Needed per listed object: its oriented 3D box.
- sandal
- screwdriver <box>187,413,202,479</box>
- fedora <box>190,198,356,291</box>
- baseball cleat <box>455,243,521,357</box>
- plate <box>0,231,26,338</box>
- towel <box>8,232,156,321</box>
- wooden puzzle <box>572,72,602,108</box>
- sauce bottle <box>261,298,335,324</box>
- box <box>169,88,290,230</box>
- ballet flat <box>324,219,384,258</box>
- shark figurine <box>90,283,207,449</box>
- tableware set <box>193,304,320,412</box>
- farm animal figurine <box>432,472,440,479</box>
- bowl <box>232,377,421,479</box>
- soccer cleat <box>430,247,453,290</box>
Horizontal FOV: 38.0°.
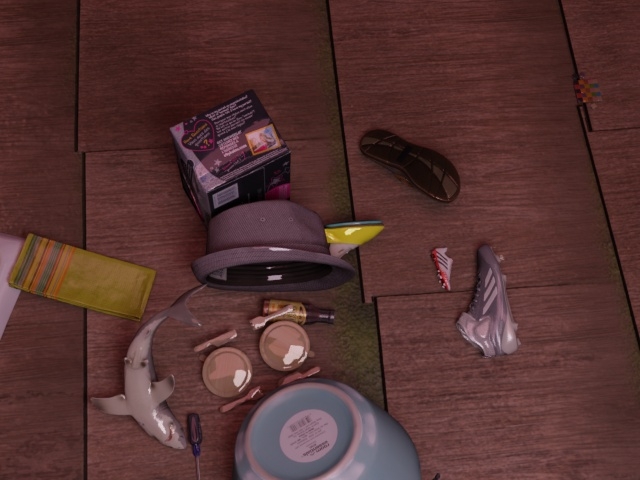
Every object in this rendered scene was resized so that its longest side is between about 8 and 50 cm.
[{"bbox_3d":[0.168,-0.134,1.747,0.219,0.060,0.090,28,64,22],"label":"sandal"},{"bbox_3d":[-0.205,0.375,1.555,0.024,0.025,0.169,-6,79,-6],"label":"screwdriver"},{"bbox_3d":[-0.083,0.006,1.568,0.276,0.244,0.124,0,74,-15],"label":"fedora"},{"bbox_3d":[0.287,0.107,1.653,0.110,0.072,0.205,-12,67,-1],"label":"baseball cleat"},{"bbox_3d":[-0.672,0.085,1.617,0.277,0.045,0.277,16,69,3],"label":"plate"},{"bbox_3d":[-0.417,0.065,1.637,0.237,0.021,0.102,16,71,-5],"label":"towel"},{"bbox_3d":[0.532,-0.298,1.852,0.049,0.006,0.083,-5,70,-5],"label":"wooden puzzle"},{"bbox_3d":[-0.039,0.128,1.640,0.128,0.042,0.042,4,69,0],"label":"sauce bottle"},{"bbox_3d":[-0.155,-0.122,1.617,0.163,0.247,0.142,-27,72,-12],"label":"box"},{"bbox_3d":[0.000,0.000,1.682,0.231,0.077,0.077,1,91,0],"label":"ballet flat"},{"bbox_3d":[-0.280,0.198,1.552,0.166,0.116,0.278,11,105,4],"label":"shark figurine"},{"bbox_3d":[-0.111,0.204,1.611,0.194,0.039,0.128,-23,84,-5],"label":"tableware set"},{"bbox_3d":[0.143,0.571,1.416,0.327,0.172,0.330,-31,74,-14],"label":"farm animal figurine"},{"bbox_3d":[-0.011,0.336,1.437,0.312,0.163,0.311,-10,47,10],"label":"bowl"},{"bbox_3d":[0.228,0.051,1.693,0.036,0.029,0.083,-15,67,-4],"label":"soccer cleat"}]
